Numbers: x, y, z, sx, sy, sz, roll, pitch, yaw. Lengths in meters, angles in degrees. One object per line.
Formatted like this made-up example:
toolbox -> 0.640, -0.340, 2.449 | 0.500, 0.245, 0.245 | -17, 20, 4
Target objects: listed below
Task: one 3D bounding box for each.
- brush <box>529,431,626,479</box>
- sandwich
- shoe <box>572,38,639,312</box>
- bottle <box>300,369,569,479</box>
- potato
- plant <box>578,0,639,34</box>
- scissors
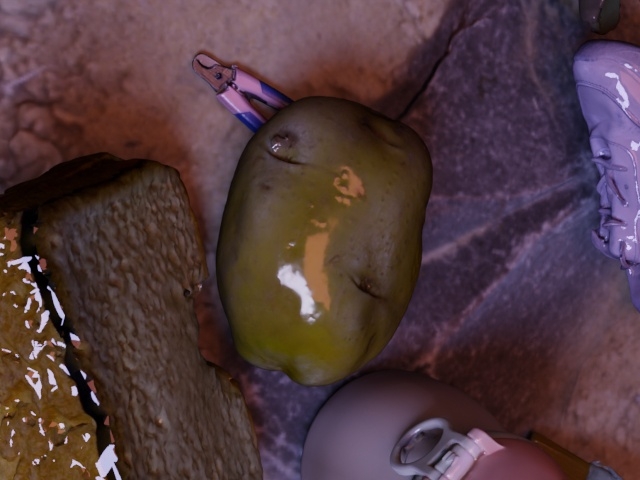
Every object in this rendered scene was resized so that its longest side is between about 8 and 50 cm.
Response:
brush -> 0.295, 0.266, 0.903 | 0.336, 0.020, 0.085 | 30, 72, 19
sandwich -> -0.127, 0.085, 0.729 | 0.095, 0.249, 0.273 | -13, 100, 17
shoe -> 0.260, -0.046, 0.943 | 0.137, 0.095, 0.245 | -49, 115, -15
bottle -> 0.092, 0.180, 0.814 | 0.147, 0.236, 0.148 | -2, 94, -22
potato -> 0.003, 0.001, 0.821 | 0.154, 0.137, 0.200 | 21, 84, -22
plant -> 0.201, -0.254, 0.879 | 0.131, 0.142, 0.203 | -30, 99, -11
scissors -> -0.047, -0.102, 0.861 | 0.113, 0.012, 0.039 | 36, 80, -19
